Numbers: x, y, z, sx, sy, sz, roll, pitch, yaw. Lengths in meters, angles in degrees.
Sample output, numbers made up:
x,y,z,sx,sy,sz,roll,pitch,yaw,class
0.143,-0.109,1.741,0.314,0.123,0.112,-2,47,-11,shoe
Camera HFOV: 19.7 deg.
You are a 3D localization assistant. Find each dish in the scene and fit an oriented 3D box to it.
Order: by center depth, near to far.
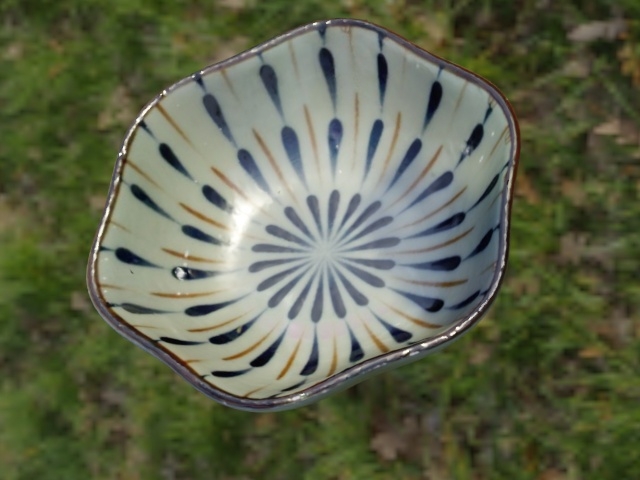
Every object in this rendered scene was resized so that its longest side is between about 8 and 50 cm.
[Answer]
x,y,z,sx,sy,sz,roll,pitch,yaw,class
0.000,0.000,0.779,0.066,0.191,0.190,64,-177,-55,dish
